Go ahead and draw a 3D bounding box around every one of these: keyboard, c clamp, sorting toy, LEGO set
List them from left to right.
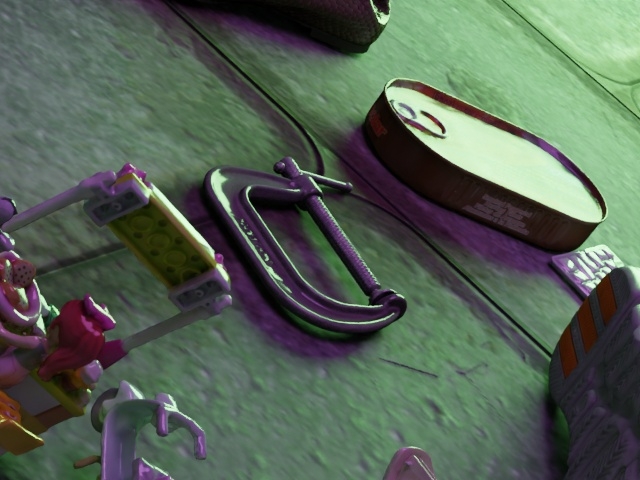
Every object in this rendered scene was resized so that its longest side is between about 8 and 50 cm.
[{"bbox_3d":[-0.117,0.026,0.722,0.287,0.107,0.132,32,38,-58],"label":"LEGO set"},{"bbox_3d":[0.000,0.000,1.133,0.137,0.022,0.161,14,32,-39],"label":"c clamp"},{"bbox_3d":[0.069,0.146,0.952,0.075,0.045,0.083,13,32,-53],"label":"sorting toy"},{"bbox_3d":[0.254,0.095,1.302,0.256,0.014,0.072,48,27,23],"label":"keyboard"}]

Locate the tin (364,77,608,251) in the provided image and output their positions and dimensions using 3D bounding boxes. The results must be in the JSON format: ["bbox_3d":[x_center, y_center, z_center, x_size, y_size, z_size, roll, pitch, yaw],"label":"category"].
[{"bbox_3d":[0.114,-0.050,1.349,0.189,0.040,0.106,22,24,-27],"label":"tin"}]

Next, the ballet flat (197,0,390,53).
[{"bbox_3d":[-0.047,-0.191,1.360,0.250,0.058,0.084,16,31,-36],"label":"ballet flat"}]

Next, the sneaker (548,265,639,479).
[{"bbox_3d":[0.230,0.134,1.075,0.180,0.124,0.321,31,26,-10],"label":"sneaker"}]
